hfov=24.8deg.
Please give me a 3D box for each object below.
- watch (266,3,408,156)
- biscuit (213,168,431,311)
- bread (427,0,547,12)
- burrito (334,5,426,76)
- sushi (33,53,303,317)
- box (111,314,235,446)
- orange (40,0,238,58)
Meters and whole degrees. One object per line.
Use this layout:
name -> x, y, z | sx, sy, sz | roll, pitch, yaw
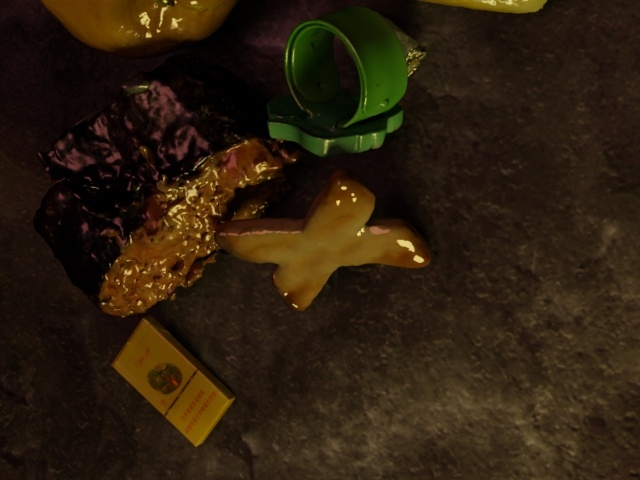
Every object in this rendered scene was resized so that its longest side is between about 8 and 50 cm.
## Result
watch -> 0.010, -0.182, 1.613 | 0.165, 0.131, 0.152 | 29, 132, 41
biscuit -> 0.001, 0.000, 1.651 | 0.208, 0.164, 0.047 | -23, 41, 34
bread -> 0.115, -0.379, 1.623 | 0.362, 0.245, 0.233 | 19, 100, 4
burrito -> 0.063, -0.228, 1.662 | 0.118, 0.044, 0.074 | 46, 126, 25
sushi -> -0.205, -0.057, 1.749 | 0.348, 0.234, 0.207 | -47, 64, 31
box -> -0.186, 0.176, 1.832 | 0.155, 0.023, 0.087 | 42, 117, 13
orange -> -0.209, -0.345, 1.724 | 0.279, 0.279, 0.235 | -55, 50, 22
